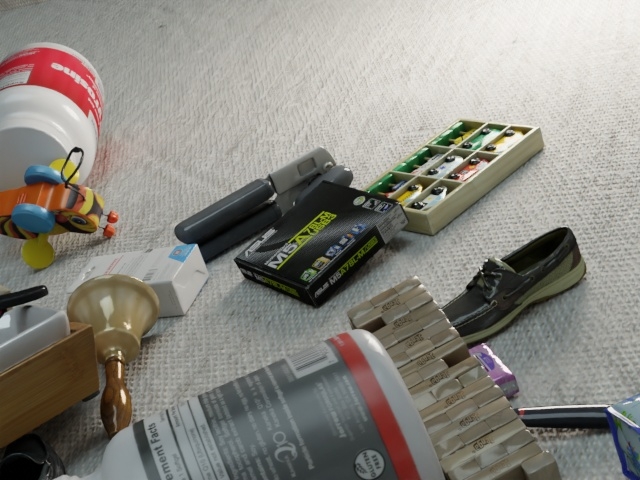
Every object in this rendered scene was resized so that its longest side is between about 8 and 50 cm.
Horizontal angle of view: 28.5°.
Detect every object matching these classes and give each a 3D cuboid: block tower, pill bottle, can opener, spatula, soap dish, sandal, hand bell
[{"bbox_3d":[0.129,0.165,1.279,0.097,0.091,0.335,-28,36,-6],"label":"block tower"},{"bbox_3d":[-0.079,0.245,1.196,0.363,0.210,0.210,-23,26,-6],"label":"pill bottle"},{"bbox_3d":[-0.081,-0.052,1.917,0.283,0.076,0.095,-31,28,-20],"label":"can opener"},{"bbox_3d":[0.180,0.195,1.318,0.297,0.030,0.084,-9,29,19],"label":"spatula"},{"bbox_3d":[-0.409,0.180,1.576,0.229,0.118,0.291,-31,10,-23],"label":"soap dish"},{"bbox_3d":[-0.435,0.099,1.624,0.179,0.040,0.067,-15,11,-21],"label":"sandal"},{"bbox_3d":[-0.526,-0.204,2.337,0.229,0.229,0.407,-18,27,3],"label":"pill bottle"},{"bbox_3d":[-0.263,0.167,1.626,0.126,0.126,0.242,-18,39,3],"label":"hand bell"}]

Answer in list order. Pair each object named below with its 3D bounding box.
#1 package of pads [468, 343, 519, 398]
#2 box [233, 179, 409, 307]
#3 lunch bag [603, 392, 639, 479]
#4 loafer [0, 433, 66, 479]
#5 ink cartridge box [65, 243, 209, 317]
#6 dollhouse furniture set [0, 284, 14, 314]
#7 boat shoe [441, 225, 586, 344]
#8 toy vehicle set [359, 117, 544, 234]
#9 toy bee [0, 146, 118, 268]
[{"bbox_3d":[0.181,0.151,1.400,0.050,0.032,0.083,-22,26,-8],"label":"package of pads"},{"bbox_3d":[0.000,0.000,1.769,0.191,0.045,0.184,-42,35,-20],"label":"box"},{"bbox_3d":[0.356,0.185,1.144,0.129,0.096,0.151,-25,17,-12],"label":"lunch bag"},{"bbox_3d":[-0.338,0.274,1.455,0.076,0.078,0.223,-25,22,-6],"label":"loafer"},{"bbox_3d":[-0.266,0.064,1.835,0.180,0.060,0.104,-7,30,23],"label":"ink cartridge box"},{"bbox_3d":[-0.504,0.129,1.794,0.129,0.129,0.184,-31,29,-22],"label":"dollhouse furniture set"},{"bbox_3d":[0.218,0.051,1.518,0.224,0.073,0.080,-27,27,-16],"label":"boat shoe"},{"bbox_3d":[0.187,-0.100,1.873,0.267,0.035,0.166,-37,31,-32],"label":"toy vehicle set"},{"bbox_3d":[-0.427,-0.040,2.079,0.298,0.162,0.195,11,72,54],"label":"toy bee"}]
